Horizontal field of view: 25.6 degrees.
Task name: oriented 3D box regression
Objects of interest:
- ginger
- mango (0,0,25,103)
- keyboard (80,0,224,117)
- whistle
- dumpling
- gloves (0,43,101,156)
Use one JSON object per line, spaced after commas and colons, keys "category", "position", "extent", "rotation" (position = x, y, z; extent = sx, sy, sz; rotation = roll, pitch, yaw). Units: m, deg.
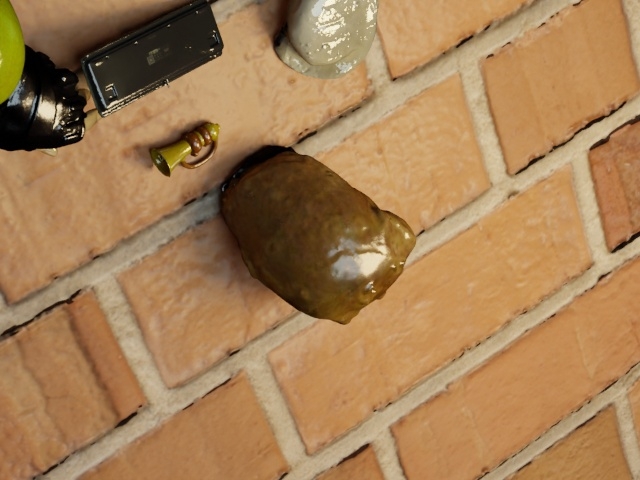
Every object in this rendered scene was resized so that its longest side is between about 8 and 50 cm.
{"category": "ginger", "position": [-0.003, 0.003, 2.080], "extent": [0.269, 0.223, 0.200], "rotation": [33, 93, -40]}
{"category": "mango", "position": [-0.443, -0.273, 1.625], "extent": [0.149, 0.185, 0.273], "rotation": [-27, 112, 9]}
{"category": "keyboard", "position": [-0.225, -0.249, 1.912], "extent": [0.230, 0.025, 0.093], "rotation": [-33, 116, -36]}
{"category": "whistle", "position": [-0.184, -0.127, 2.015], "extent": [0.109, 0.046, 0.057], "rotation": [-30, 108, -27]}
{"category": "dumpling", "position": [0.016, -0.318, 2.035], "extent": [0.150, 0.092, 0.176], "rotation": [23, 96, -35]}
{"category": "gloves", "position": [-0.373, -0.181, 1.832], "extent": [0.203, 0.124, 0.164], "rotation": [3, 125, -26]}
